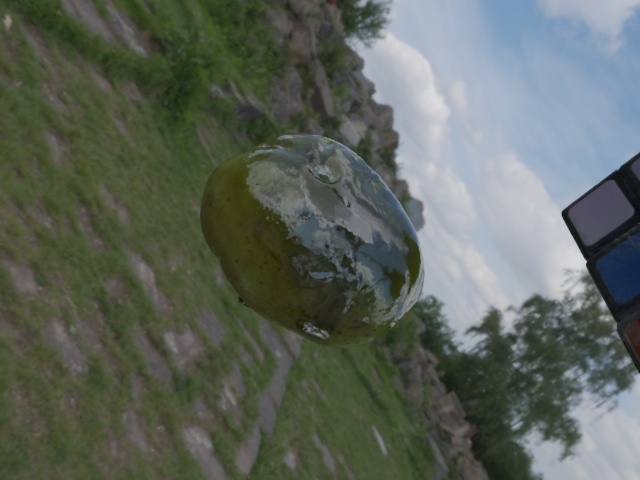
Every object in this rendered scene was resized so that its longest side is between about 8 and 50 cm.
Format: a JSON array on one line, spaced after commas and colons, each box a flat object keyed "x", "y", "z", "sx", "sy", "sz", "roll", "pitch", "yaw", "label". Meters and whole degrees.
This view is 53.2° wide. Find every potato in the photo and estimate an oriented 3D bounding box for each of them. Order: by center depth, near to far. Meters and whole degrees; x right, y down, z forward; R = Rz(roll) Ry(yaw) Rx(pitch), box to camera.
[{"x": -0.001, "y": 0.002, "z": 0.634, "sx": 0.228, "sy": 0.197, "sz": 0.149, "roll": 61, "pitch": -18, "yaw": -10, "label": "potato"}]

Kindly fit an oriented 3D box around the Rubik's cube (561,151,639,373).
[{"x": 0.622, "y": 0.036, "z": 0.904, "sx": 0.363, "sy": 0.362, "sz": 0.358, "roll": 26, "pitch": 37, "yaw": -25, "label": "Rubik's cube"}]
